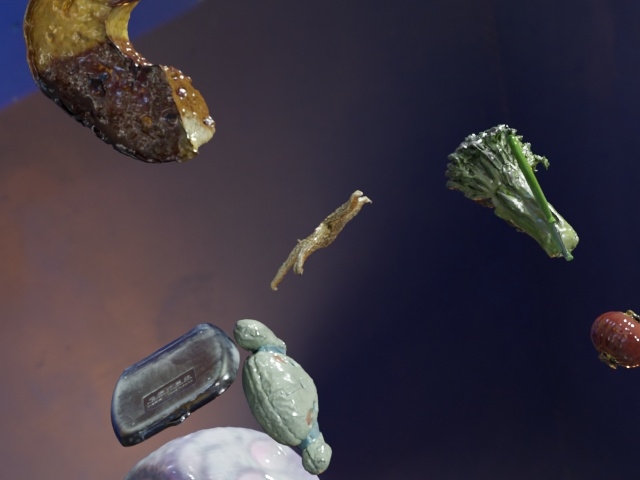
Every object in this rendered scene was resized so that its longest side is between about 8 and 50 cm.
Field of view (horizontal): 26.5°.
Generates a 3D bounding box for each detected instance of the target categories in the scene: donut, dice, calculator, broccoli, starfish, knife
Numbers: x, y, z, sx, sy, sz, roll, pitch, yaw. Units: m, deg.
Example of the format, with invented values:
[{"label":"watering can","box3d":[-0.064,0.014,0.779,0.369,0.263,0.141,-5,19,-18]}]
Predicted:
[{"label":"donut","box3d":[-0.230,-0.201,1.515,0.295,0.151,0.112,65,25,4]},{"label":"dice","box3d":[-0.148,0.460,2.030,0.271,0.270,0.270,54,-54,34]},{"label":"calculator","box3d":[-0.179,0.176,1.666,0.040,0.177,0.268,59,-2,-17]},{"label":"broccoli","box3d":[0.354,-0.078,2.432,0.145,0.165,0.304,28,19,-49]},{"label":"starfish","box3d":[-0.005,-0.004,2.424,0.048,0.231,0.295,45,-15,-1]},{"label":"knife","box3d":[0.313,-0.065,1.960,0.212,0.015,0.054,60,6,-23]}]

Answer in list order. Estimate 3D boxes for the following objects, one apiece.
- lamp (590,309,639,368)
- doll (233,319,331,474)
[{"label":"lamp","box3d":[0.462,0.152,2.080,0.101,0.090,0.101,31,-1,0]},{"label":"doll","box3d":[-0.048,0.193,1.687,0.214,0.071,0.103,61,17,12]}]
